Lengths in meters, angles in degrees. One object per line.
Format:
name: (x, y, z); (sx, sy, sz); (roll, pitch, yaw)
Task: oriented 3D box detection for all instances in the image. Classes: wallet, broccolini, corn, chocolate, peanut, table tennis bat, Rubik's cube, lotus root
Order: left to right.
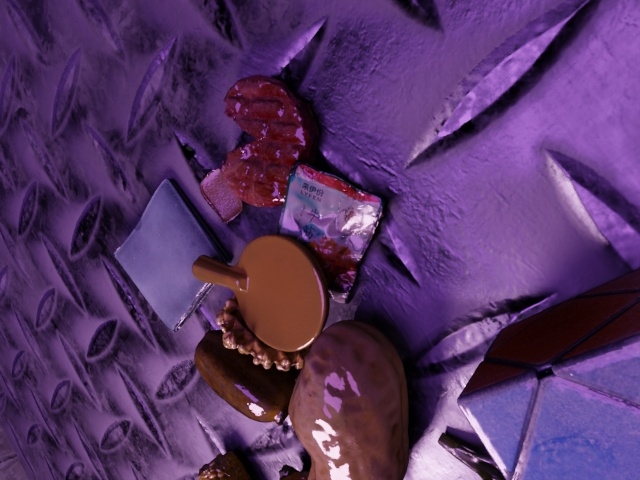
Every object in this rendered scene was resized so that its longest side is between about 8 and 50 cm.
wallet: (-0.342, 0.043, 0.971); (0.251, 0.054, 0.290); (49, 124, 12)
chocolate: (-0.186, -0.086, 0.836); (0.064, 0.031, 0.100); (-42, 81, 18)
corn: (-0.173, 0.656, 0.981); (0.131, 0.131, 0.344); (-33, 82, 37)
lotus root: (-0.149, 0.260, 0.849); (0.241, 0.124, 0.122); (25, 127, 28)
table tennis bat: (-0.116, 0.079, 0.761); (0.321, 0.050, 0.198); (12, 105, 37)
peanut: (0.044, 0.312, 0.694); (0.193, 0.169, 0.386); (3, 106, 20)
broccolini: (0.260, 0.352, 0.621); (0.203, 0.068, 0.091); (11, 129, 34)
Rubik's cube: (0.307, 0.177, 0.447); (0.205, 0.207, 0.204); (-39, 78, 35)

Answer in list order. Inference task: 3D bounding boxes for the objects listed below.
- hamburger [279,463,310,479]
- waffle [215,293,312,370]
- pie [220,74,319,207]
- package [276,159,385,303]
hamburger: (-0.015, 0.555, 0.839); (0.183, 0.130, 0.205); (5, 104, 32)
waffle: (-0.107, 0.174, 0.822); (0.192, 0.160, 0.046); (20, 114, -3)
pie: (-0.094, -0.163, 0.737); (0.205, 0.054, 0.218); (31, 117, 25)
package: (0.000, 0.000, 0.700); (0.166, 0.040, 0.231); (28, 127, 15)
